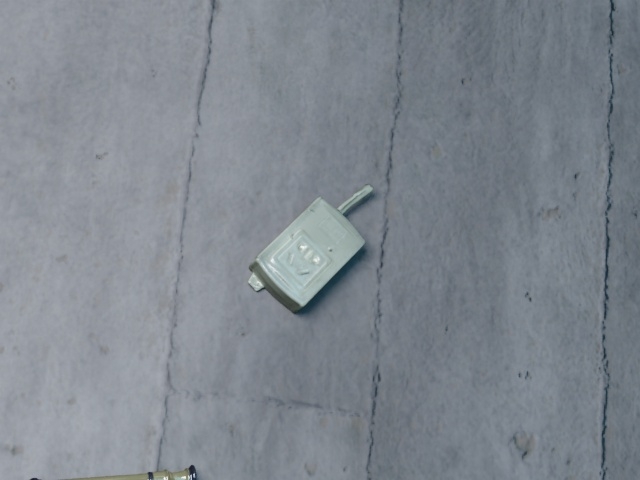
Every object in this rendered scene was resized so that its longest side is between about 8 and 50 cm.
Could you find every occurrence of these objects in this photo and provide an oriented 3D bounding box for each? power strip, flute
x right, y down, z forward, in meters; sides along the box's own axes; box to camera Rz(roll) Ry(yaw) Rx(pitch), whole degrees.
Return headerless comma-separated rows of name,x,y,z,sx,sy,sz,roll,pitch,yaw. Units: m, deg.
power strip,0.000,0.000,1.380,0.075,0.042,0.175,44,68,-1
flute,-0.238,0.242,1.252,0.233,0.027,0.027,-2,77,-17
